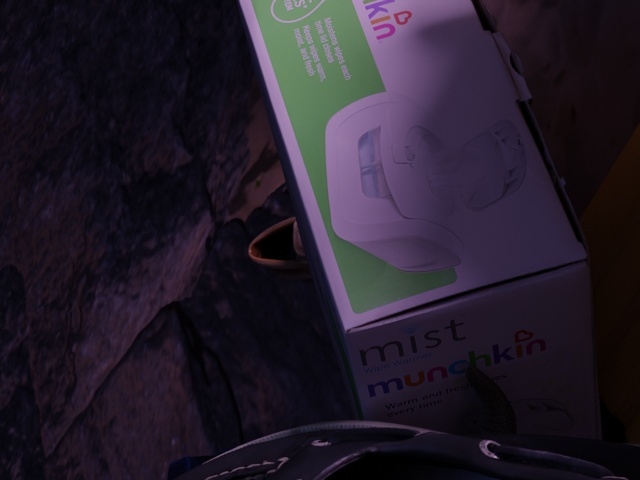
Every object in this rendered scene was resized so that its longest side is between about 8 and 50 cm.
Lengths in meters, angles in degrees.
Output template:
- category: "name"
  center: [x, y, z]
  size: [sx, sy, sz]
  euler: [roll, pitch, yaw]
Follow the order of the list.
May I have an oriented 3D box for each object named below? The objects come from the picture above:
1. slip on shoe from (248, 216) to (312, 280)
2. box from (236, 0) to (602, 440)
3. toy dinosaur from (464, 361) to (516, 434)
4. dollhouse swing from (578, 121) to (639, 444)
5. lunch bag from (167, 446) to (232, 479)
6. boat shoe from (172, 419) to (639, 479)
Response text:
- category: "slip on shoe"
  center: [0.000, 0.000, 1.224]
  size: [0.135, 0.041, 0.051]
  euler: [-9, 71, 56]
- category: "box"
  center: [0.056, -0.003, 0.960]
  size: [0.231, 0.127, 0.262]
  euler: [75, 178, -52]
- category: "toy dinosaur"
  center: [0.080, 0.217, 0.858]
  size: [0.121, 0.160, 0.313]
  euler: [-75, -29, -62]
- category: "dollhouse swing"
  center: [0.165, -0.031, 0.777]
  size: [0.305, 0.315, 0.347]
  euler: [-49, 41, 21]
- category: "lunch bag"
  center: [-0.071, 0.193, 1.245]
  size: [0.067, 0.065, 0.098]
  euler: [149, 126, -68]
- category: "boat shoe"
  center: [0.020, 0.143, 0.775]
  size: [0.340, 0.113, 0.127]
  euler: [-2, 84, 33]
